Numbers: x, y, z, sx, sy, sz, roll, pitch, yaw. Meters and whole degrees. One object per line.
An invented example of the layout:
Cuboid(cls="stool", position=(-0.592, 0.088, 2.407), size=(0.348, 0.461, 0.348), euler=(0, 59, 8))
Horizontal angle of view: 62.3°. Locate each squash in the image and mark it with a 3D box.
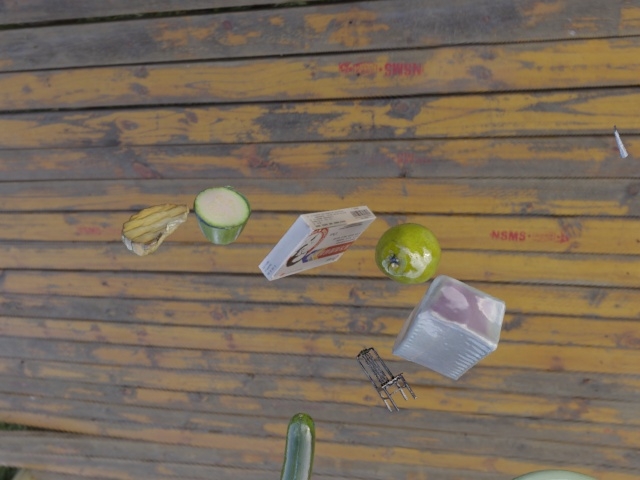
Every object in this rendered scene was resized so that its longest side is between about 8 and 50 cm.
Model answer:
Cuboid(cls="squash", position=(-0.296, -0.072, 1.600), size=(0.170, 0.170, 0.122), euler=(18, 143, 2))
Cuboid(cls="squash", position=(-0.065, 0.612, 1.392), size=(0.087, 0.087, 0.331), euler=(10, 93, 7))

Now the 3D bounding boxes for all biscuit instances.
Cuboid(cls="biscuit", position=(-0.359, -0.023, 1.143), size=(0.118, 0.183, 0.061), euler=(6, 124, 15))

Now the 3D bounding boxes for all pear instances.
Cuboid(cls="pear", position=(0.298, 0.043, 1.772), size=(0.213, 0.269, 0.212), euler=(7, 103, 34))

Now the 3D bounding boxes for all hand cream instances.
Cuboid(cls="hand cream", position=(0.738, -0.240, 1.310), size=(0.019, 0.030, 0.093), euler=(-17, 122, 36))

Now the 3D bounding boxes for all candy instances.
Cuboid(cls="candy", position=(0.338, 0.246, 1.440), size=(0.208, 0.145, 0.358), euler=(22, 152, 7))

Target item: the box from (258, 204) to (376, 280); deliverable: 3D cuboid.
Cuboid(cls="box", position=(0.000, 0.000, 1.548), size=(0.069, 0.353, 0.214), euler=(52, 121, 18))

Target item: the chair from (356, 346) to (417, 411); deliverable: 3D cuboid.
Cuboid(cls="chair", position=(0.204, 0.435, 1.697), size=(0.212, 0.084, 0.101), euler=(57, 161, 11))

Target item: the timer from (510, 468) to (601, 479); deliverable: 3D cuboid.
Cuboid(cls="timer", position=(0.336, 0.520, 0.826), size=(0.291, 0.290, 0.315), euler=(12, 155, 6))
